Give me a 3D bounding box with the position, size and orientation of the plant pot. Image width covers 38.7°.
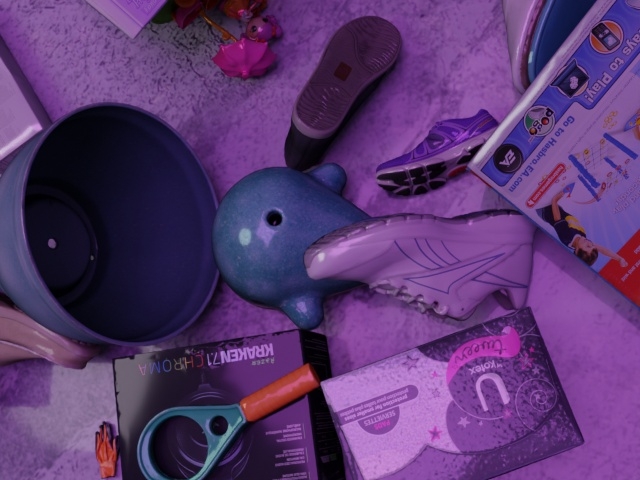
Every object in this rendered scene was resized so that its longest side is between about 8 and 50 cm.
[{"bbox_3d":[-0.294,-0.007,1.138,0.196,0.293,0.293,-11,76,40],"label":"plant pot"}]

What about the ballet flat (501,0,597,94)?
[{"bbox_3d":[0.298,-0.367,1.117,0.139,0.139,0.400,24,90,17],"label":"ballet flat"}]

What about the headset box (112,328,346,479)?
[{"bbox_3d":[-0.104,0.266,1.097,0.246,0.131,0.283,-10,79,13],"label":"headset box"}]

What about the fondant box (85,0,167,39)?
[{"bbox_3d":[-0.213,-0.388,1.151,0.096,0.330,0.238,40,93,-24],"label":"fondant box"}]

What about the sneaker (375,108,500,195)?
[{"bbox_3d":[0.146,-0.112,1.145,0.169,0.068,0.071,-23,60,1],"label":"sneaker"}]

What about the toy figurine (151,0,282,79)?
[{"bbox_3d":[-0.115,-0.295,1.227,0.173,0.130,0.159,-41,86,-21],"label":"toy figurine"}]

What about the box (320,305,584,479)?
[{"bbox_3d":[0.143,0.194,1.024,0.247,0.142,0.163,-20,76,1],"label":"box"}]

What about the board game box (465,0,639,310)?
[{"bbox_3d":[0.371,-0.106,0.979,0.302,0.086,0.308,41,119,9],"label":"board game box"}]

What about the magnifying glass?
[{"bbox_3d":[-0.105,0.204,1.025,0.230,0.026,0.092,-29,75,8],"label":"magnifying glass"}]

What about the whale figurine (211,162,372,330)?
[{"bbox_3d":[0.000,0.000,1.108,0.271,0.141,0.216,10,75,7],"label":"whale figurine"}]

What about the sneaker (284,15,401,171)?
[{"bbox_3d":[0.019,-0.193,1.178,0.083,0.118,0.222,37,62,2],"label":"sneaker"}]

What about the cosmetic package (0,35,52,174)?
[{"bbox_3d":[-0.476,-0.215,1.312,0.098,0.060,0.239,-34,74,4],"label":"cosmetic package"}]

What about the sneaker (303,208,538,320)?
[{"bbox_3d":[0.125,0.031,1.042,0.297,0.111,0.130,-2,89,-19],"label":"sneaker"}]

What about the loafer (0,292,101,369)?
[{"bbox_3d":[-0.408,0.129,1.220,0.268,0.102,0.092,16,91,28],"label":"loafer"}]

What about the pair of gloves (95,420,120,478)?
[{"bbox_3d":[-0.258,0.271,1.198,0.083,0.010,0.074,-11,77,10],"label":"pair of gloves"}]
